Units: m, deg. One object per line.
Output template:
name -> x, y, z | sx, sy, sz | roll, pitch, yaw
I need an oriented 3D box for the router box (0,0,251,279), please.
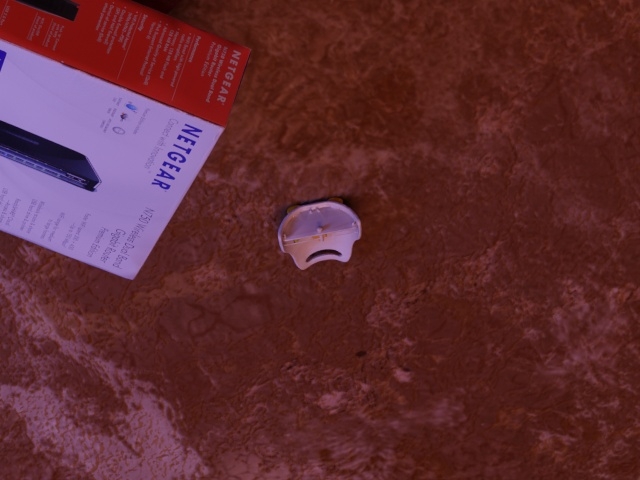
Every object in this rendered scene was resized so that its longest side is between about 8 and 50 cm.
router box -> -0.250, -0.112, 1.698 | 0.301, 0.082, 0.335 | 21, 152, -9

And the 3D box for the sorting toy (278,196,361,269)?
sorting toy -> 0.000, 0.000, 2.012 | 0.083, 0.045, 0.075 | -10, 136, -1

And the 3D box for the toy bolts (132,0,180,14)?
toy bolts -> -0.234, -0.255, 1.745 | 0.228, 0.158, 0.218 | 41, 72, -22
